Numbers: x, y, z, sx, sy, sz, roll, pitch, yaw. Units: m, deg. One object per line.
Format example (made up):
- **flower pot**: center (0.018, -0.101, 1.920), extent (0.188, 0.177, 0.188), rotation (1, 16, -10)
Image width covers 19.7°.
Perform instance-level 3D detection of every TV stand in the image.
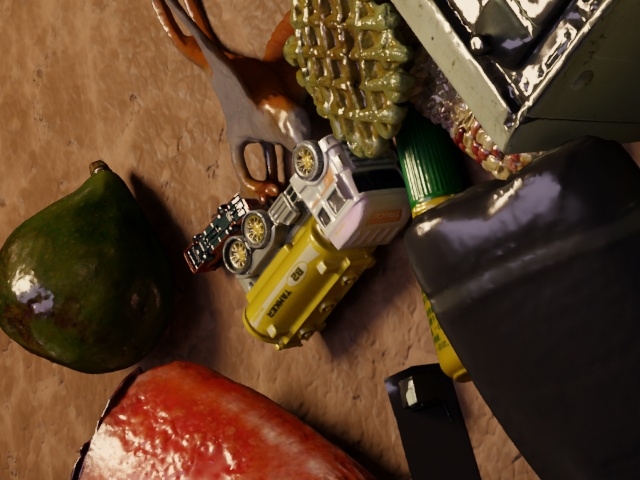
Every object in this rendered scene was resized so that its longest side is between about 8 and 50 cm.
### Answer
- **TV stand**: center (0.120, 0.239, 1.666), extent (0.040, 0.049, 0.257), rotation (-29, 70, 43)

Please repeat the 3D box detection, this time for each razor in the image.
- **razor**: center (0.220, 0.092, 1.394), extent (0.204, 0.113, 0.349), rotation (-28, 100, 34)

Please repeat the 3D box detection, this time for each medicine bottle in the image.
- **medicine bottle**: center (0.113, -0.005, 1.652), extent (0.095, 0.064, 0.261), rotation (136, 123, -61)

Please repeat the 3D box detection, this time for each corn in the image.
- **corn**: center (0.126, -0.137, 1.611), extent (0.290, 0.098, 0.098), rotation (51, 126, 34)

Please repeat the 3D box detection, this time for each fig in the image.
- **fig**: center (-0.249, 0.021, 1.973), extent (0.195, 0.195, 0.245), rotation (-7, 66, 48)

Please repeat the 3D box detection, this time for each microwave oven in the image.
- **microwave oven**: center (0.180, -0.306, 1.434), extent (0.333, 0.247, 0.394), rotation (-55, 53, 35)

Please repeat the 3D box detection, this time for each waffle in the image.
- **waffle**: center (0.024, -0.168, 1.635), extent (0.183, 0.036, 0.169), rotation (53, 146, 30)

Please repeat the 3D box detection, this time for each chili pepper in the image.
- **chili pepper**: center (-0.082, 0.282, 1.758), extent (0.305, 0.229, 0.251), rotation (28, 76, 44)

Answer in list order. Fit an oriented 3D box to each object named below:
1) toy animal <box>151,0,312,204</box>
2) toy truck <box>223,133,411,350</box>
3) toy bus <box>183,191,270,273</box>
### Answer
- **toy animal**: center (-0.101, -0.172, 1.845), extent (0.284, 0.225, 0.302), rotation (0, 103, 67)
- **toy truck**: center (0.000, 0.000, 1.757), extent (0.114, 0.098, 0.227), rotation (58, 132, 24)
- **toy bus**: center (-0.097, -0.008, 1.901), extent (0.110, 0.043, 0.031), rotation (-46, 62, 36)
